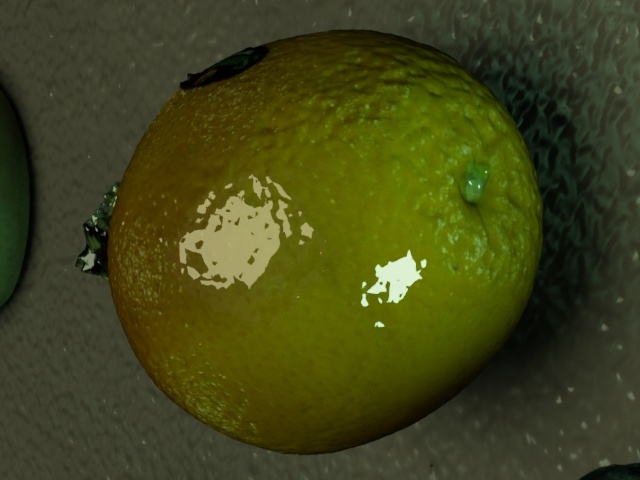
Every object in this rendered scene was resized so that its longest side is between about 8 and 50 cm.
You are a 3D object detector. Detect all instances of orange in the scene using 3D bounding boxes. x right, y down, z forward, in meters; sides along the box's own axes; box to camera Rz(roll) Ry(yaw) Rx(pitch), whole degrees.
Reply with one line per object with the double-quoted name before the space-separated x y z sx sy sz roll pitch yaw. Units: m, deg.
"orange" 0.000 0.000 0.889 0.236 0.236 0.236 7 99 53

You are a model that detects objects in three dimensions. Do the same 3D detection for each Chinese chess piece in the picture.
"Chinese chess piece" -0.330 -0.035 1.429 0.238 0.092 0.237 9 101 53

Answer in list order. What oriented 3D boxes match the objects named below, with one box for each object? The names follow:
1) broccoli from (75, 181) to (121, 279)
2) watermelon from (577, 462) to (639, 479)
"broccoli" -0.061 0.031 1.085 0.204 0.118 0.122 39 94 26
"watermelon" 0.171 0.222 0.702 0.320 0.214 0.289 -40 46 10
